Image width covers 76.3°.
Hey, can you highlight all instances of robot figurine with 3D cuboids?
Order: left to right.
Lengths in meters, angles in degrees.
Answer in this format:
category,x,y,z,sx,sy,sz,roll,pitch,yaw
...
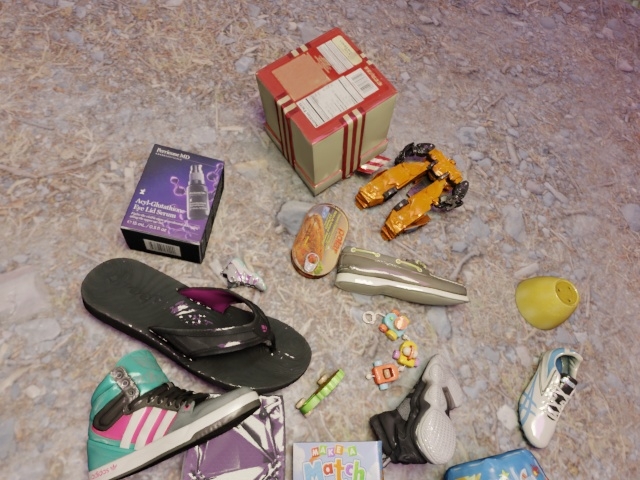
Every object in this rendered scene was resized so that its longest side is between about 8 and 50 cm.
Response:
category,x,y,z,sx,sy,sz,roll,pitch,yaw
robot figurine,0.238,-0.131,1.034,0.290,0.085,0.211,-32,77,-25

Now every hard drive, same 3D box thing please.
category,x,y,z,sx,sy,sz,roll,pitch,yaw
hard drive,-0.148,0.399,0.696,0.171,0.054,0.255,6,63,-13

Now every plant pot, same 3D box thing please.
category,x,y,z,sx,sy,sz,roll,pitch,yaw
plant pot,0.562,0.140,0.987,0.134,0.095,0.134,6,64,-13

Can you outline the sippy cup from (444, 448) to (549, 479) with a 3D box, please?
category,x,y,z,sx,sy,sz,roll,pitch,yaw
sippy cup,0.329,0.495,0.699,0.305,0.240,0.224,26,39,-47

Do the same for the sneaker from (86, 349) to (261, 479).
category,x,y,z,sx,sy,sz,roll,pitch,yaw
sneaker,-0.254,0.256,0.668,0.295,0.124,0.179,-25,68,3

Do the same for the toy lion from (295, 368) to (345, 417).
category,x,y,z,sx,sy,sz,roll,pitch,yaw
toy lion,0.004,0.284,0.768,0.034,0.096,0.100,46,63,9

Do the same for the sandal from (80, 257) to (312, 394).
category,x,y,z,sx,sy,sz,roll,pitch,yaw
sandal,-0.221,0.147,0.744,0.445,0.107,0.168,23,43,-4

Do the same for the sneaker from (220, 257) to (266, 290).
category,x,y,z,sx,sy,sz,roll,pitch,yaw
sneaker,-0.166,0.089,0.850,0.098,0.038,0.069,37,63,14

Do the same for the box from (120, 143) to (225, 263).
category,x,y,z,sx,sy,sz,roll,pitch,yaw
box,-0.297,-0.076,0.850,0.153,0.108,0.207,12,63,-9

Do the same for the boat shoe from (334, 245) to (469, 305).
category,x,y,z,sx,sy,sz,roll,pitch,yaw
boat shoe,0.186,0.082,0.906,0.304,0.109,0.091,11,68,-6

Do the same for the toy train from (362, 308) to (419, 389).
category,x,y,z,sx,sy,sz,roll,pitch,yaw
toy train,0.150,0.224,0.865,0.125,0.046,0.167,-2,66,-16

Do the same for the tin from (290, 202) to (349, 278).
category,x,y,z,sx,sy,sz,roll,pitch,yaw
tin,0.000,0.000,0.936,0.106,0.040,0.190,22,62,1

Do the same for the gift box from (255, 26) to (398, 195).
category,x,y,z,sx,sy,sz,roll,pitch,yaw
gift box,0.033,-0.283,0.948,0.276,0.258,0.255,-29,73,-10

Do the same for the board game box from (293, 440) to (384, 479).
category,x,y,z,sx,sy,sz,roll,pitch,yaw
board game box,0.031,0.454,0.683,0.160,0.039,0.212,-11,62,19

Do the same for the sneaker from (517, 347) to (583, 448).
category,x,y,z,sx,sy,sz,roll,pitch,yaw
sneaker,0.503,0.334,0.887,0.085,0.086,0.237,36,63,1

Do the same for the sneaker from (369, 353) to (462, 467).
category,x,y,z,sx,sy,sz,roll,pitch,yaw
sneaker,0.183,0.326,0.795,0.101,0.153,0.268,56,28,-4
